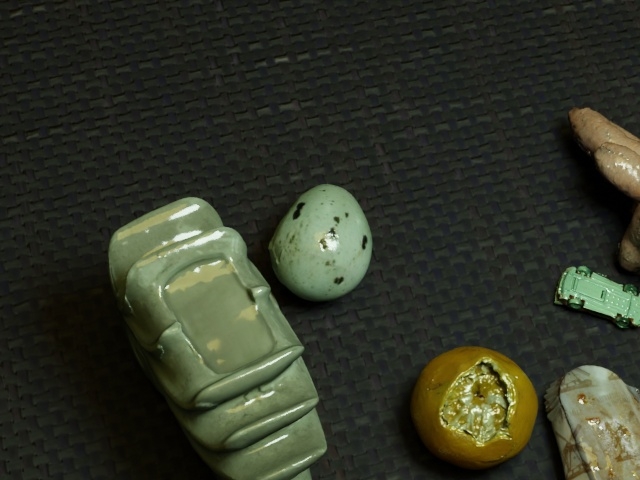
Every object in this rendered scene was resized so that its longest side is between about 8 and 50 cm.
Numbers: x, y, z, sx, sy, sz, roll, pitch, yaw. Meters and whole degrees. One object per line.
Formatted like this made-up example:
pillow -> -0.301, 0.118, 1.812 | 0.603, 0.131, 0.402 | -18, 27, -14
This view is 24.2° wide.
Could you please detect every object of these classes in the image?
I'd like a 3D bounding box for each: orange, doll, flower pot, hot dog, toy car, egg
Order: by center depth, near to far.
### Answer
flower pot -> -0.111, 0.148, 1.730 | 0.165, 0.254, 0.367 | -25, 66, -18
orange -> 0.186, 0.198, 1.805 | 0.155, 0.134, 0.154 | 2, 54, -3
hot dog -> 0.363, 0.274, 1.818 | 0.144, 0.075, 0.268 | -6, 59, -15
egg -> 0.000, 0.000, 1.896 | 0.131, 0.131, 0.164 | 5, 48, -3
toy car -> 0.368, 0.076, 1.948 | 0.122, 0.035, 0.059 | 22, 61, -4
doll -> 0.419, -0.050, 1.979 | 0.201, 0.156, 0.303 | 13, 27, -44

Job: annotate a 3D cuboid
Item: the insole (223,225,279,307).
insole -> -0.102, 0.059, 1.921 | 0.065, 0.004, 0.197 | -22, 66, -17
